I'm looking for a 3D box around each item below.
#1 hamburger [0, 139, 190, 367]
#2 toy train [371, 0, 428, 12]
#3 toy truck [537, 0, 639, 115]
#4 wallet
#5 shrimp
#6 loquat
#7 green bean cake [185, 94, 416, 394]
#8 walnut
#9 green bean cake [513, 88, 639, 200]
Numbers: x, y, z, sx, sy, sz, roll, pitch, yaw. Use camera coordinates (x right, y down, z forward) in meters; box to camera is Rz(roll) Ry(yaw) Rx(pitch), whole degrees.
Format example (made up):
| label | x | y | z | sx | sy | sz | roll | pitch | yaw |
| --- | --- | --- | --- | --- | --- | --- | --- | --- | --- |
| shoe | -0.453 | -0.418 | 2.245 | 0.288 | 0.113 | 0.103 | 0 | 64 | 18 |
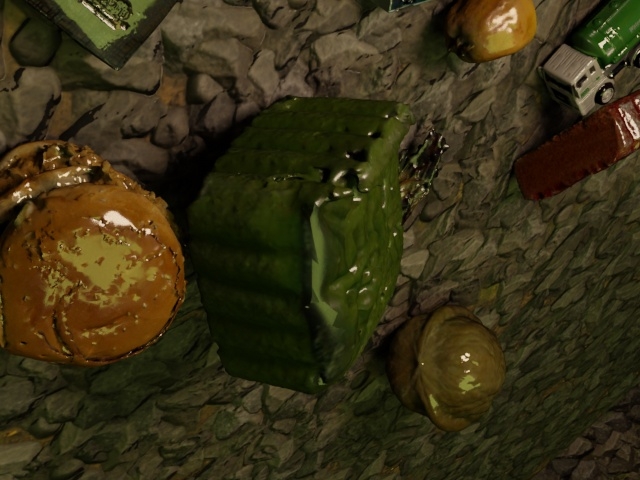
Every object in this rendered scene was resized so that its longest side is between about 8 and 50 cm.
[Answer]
| label | x | y | z | sx | sy | sz | roll | pitch | yaw |
| --- | --- | --- | --- | --- | --- | --- | --- | --- | --- |
| hamburger | -0.284 | 0.010 | 0.894 | 0.260 | 0.211 | 0.245 | -4 | 124 | -32 |
| toy train | 0.174 | -0.368 | 1.036 | 0.234 | 0.051 | 0.052 | -25 | 139 | -26 |
| toy truck | 0.492 | -0.338 | 1.295 | 0.242 | 0.101 | 0.125 | -46 | 139 | 3 |
| wallet | -0.168 | -0.338 | 0.767 | 0.317 | 0.044 | 0.169 | -47 | 133 | 4 |
| shrimp | 0.049 | -0.051 | 1.227 | 0.365 | 0.071 | 0.233 | -47 | 137 | 15 |
| loquat | 0.241 | -0.308 | 1.092 | 0.137 | 0.137 | 0.113 | -27 | 126 | -17 |
| green bean cake | 0.000 | 0.000 | 0.999 | 0.335 | 0.218 | 0.319 | -53 | 144 | -45 |
| walnut | 0.267 | 0.262 | 1.568 | 0.283 | 0.227 | 0.283 | 5 | 84 | -54 |
| green bean cake | 0.487 | -0.170 | 1.373 | 0.198 | 0.097 | 0.232 | -28 | 176 | -22 |
